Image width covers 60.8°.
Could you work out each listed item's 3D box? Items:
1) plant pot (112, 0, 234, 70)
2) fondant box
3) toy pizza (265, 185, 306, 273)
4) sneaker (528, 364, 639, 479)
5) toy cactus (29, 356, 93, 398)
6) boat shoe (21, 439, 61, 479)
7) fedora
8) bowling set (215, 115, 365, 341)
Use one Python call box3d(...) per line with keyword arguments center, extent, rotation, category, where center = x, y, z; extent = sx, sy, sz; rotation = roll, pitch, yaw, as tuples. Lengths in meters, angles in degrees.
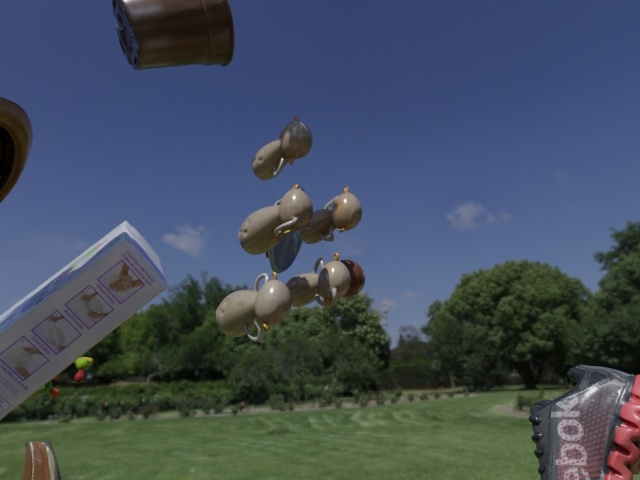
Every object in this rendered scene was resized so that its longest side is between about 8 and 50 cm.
box3d(center=(-0.260, -0.373, 0.952), extent=(0.165, 0.166, 0.167), rotation=(-22, -6, -25), category="plant pot")
box3d(center=(-0.393, 0.117, 0.812), extent=(0.330, 0.096, 0.238), rotation=(-41, 18, -9), category="fondant box")
box3d(center=(-0.077, -0.025, 1.221), extent=(0.032, 0.201, 0.201), rotation=(15, -10, 16), category="toy pizza")
box3d(center=(0.284, 0.256, 0.609), extent=(0.135, 0.276, 0.097), rotation=(18, -24, 41), category="sneaker")
box3d(center=(-0.624, 0.283, 1.308), extent=(0.219, 0.180, 0.112), rotation=(-19, -42, 29), category="toy cactus")
box3d(center=(-0.571, 0.561, 1.058), extent=(0.120, 0.323, 0.123), rotation=(2, -22, -33), category="boat shoe")
box3d(center=(-0.431, -0.099, 0.638), extent=(0.079, 0.194, 0.194), rotation=(32, -17, 1), category="fedora")
box3d(center=(0.000, 0.000, 0.693), extent=(0.200, 0.286, 0.154), rotation=(17, -22, -26), category="bowling set")
